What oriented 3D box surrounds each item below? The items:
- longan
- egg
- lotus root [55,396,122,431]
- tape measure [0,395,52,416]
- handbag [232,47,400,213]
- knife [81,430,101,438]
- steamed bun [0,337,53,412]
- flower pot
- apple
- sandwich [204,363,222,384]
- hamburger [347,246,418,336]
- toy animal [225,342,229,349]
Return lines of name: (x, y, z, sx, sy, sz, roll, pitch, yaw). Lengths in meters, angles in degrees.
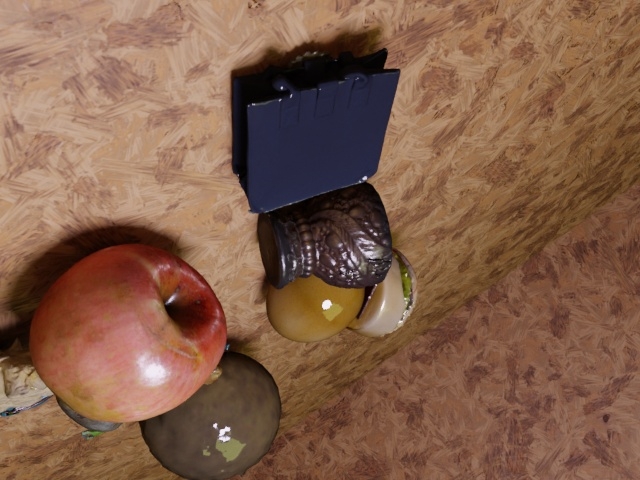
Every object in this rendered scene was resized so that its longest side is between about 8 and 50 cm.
longan: (-0.318, 0.526, 1.851, 0.404, 0.404, 0.436, -44, 149, 22)
egg: (-0.021, 0.156, 1.710, 0.250, 0.250, 0.322, 0, 147, -48)
lotus root: (-0.581, 0.391, 1.580, 0.175, 0.175, 0.349, -27, 153, -12)
tape measure: (-0.723, 0.371, 1.494, 0.146, 0.081, 0.125, -15, 152, -33)
handbag: (-0.019, -0.221, 1.193, 0.303, 0.122, 0.329, -18, 150, -18)
knife: (-0.696, 0.612, 2.017, 0.166, 0.022, 0.078, -22, 158, -18)
steamed bun: (-0.697, 0.295, 1.303, 0.292, 0.137, 0.295, -9, 166, -38)
flower pot: (0.000, 0.000, 1.474, 0.267, 0.266, 0.266, -10, 148, -17)
apple: (-0.394, 0.194, 1.252, 0.364, 0.364, 0.364, -26, 154, -14)
sandwich: (-0.375, 0.286, 1.513, 0.254, 0.288, 0.099, -37, 128, 4)
hamburger: (0.154, 0.151, 1.862, 0.170, 0.302, 0.302, 9, 133, -44)
toy animal: (-0.364, 0.287, 1.751, 0.208, 0.100, 0.103, 1, 117, -36)
